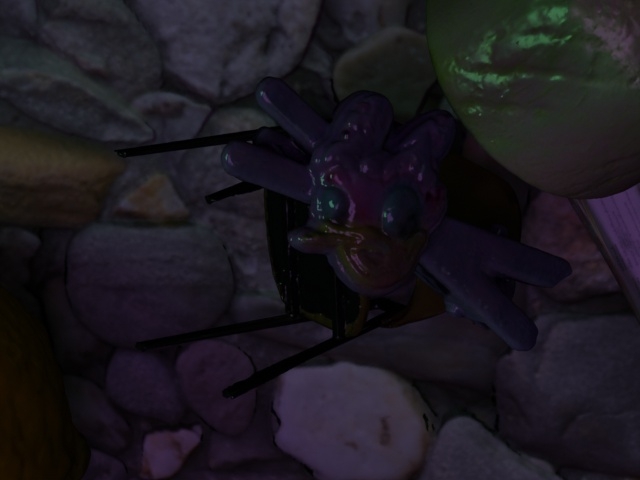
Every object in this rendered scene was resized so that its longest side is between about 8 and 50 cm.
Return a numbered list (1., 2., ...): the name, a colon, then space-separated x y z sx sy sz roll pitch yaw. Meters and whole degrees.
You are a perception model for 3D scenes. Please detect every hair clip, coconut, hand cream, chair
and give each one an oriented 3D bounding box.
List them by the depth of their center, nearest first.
1. hair clip: 0.066 -0.016 0.996 0.278 0.090 0.137 34 81 -34
2. coconut: 0.175 -0.137 0.998 0.236 0.204 0.236 20 131 25
3. chair: 0.000 0.000 1.104 0.247 0.172 0.159 -16 113 -33
4. hand cream: 0.248 0.023 1.137 0.067 0.043 0.210 -24 100 13

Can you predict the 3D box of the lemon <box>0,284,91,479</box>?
1. lemon: -0.355 0.147 1.111 0.336 0.336 0.336 2 110 7
